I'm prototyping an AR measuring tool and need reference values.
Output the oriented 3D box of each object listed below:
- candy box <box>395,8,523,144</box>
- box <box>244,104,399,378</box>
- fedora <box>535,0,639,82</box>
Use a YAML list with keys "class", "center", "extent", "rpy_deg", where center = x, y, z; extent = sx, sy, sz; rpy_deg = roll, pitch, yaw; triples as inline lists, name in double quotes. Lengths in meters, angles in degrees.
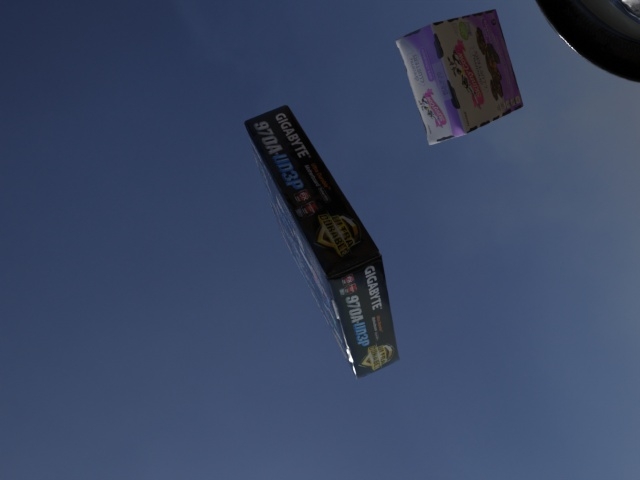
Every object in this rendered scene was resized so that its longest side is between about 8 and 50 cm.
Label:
- class: "candy box"
  center: [0.220, -0.255, 0.936]
  extent: [0.196, 0.070, 0.165]
  rpy_deg: [-29, -77, -42]
- class: "box"
  center: [0.000, 0.000, 0.591]
  extent: [0.175, 0.051, 0.220]
  rpy_deg: [74, 169, -49]
- class: "fedora"
  center: [0.340, -0.293, 0.517]
  extent: [0.333, 0.152, 0.334]
  rpy_deg: [-4, -77, -16]
